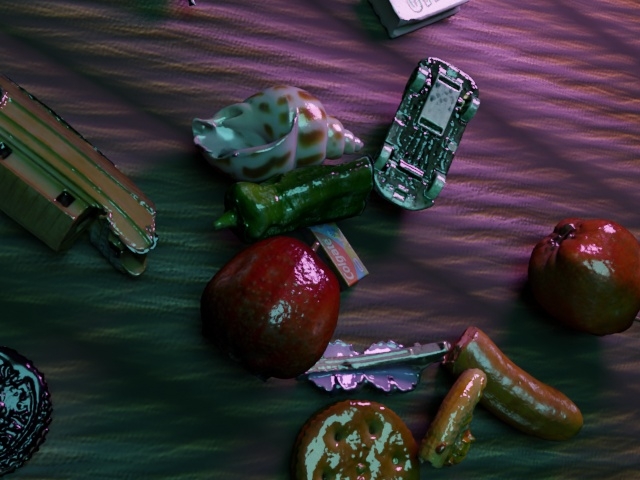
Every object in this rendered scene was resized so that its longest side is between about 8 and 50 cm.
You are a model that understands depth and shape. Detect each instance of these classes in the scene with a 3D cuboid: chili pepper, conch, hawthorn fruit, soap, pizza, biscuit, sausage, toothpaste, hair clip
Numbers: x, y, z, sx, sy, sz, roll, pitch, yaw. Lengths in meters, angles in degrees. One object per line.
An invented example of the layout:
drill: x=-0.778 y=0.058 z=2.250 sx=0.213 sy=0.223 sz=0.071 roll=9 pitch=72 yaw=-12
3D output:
chili pepper: x=-0.047 y=-0.061 z=1.148 sx=0.270 sy=0.136 sz=0.099 roll=-14 pitch=82 yaw=-24
conch: x=-0.070 y=-0.173 z=1.205 sx=0.274 sy=0.149 sz=0.183 roll=-10 pitch=54 yaw=7
hawthorn fruit: x=-0.063 y=0.094 z=1.103 sx=0.215 sy=0.215 sz=0.250 roll=42 pitch=58 yaw=-3
soap: x=0.205 y=-0.510 z=1.485 sx=0.198 sy=0.063 sz=0.115 roll=-29 pitch=86 yaw=-26
pizza: x=0.218 y=0.319 z=1.171 sx=0.062 sy=0.161 sz=0.182 roll=22 pitch=44 yaw=25
biscuit: x=0.057 y=0.362 z=1.134 sx=0.220 sy=0.066 sz=0.221 roll=6 pitch=72 yaw=-19
sausage: x=0.341 y=0.265 z=1.252 sx=0.270 sy=0.109 sz=0.109 roll=35 pitch=64 yaw=-4
biscuit: x=-0.470 y=0.236 z=0.981 sx=0.194 sy=0.053 sz=0.195 roll=6 pitch=70 yaw=-18
toothpaste: x=0.000 y=0.000 z=1.246 sx=0.070 sy=0.044 sz=0.193 roll=-32 pitch=85 yaw=-25
hawthorn fruit: x=0.519 y=0.086 z=1.329 sx=0.262 sy=0.210 sz=0.210 roll=46 pitch=63 yaw=-10
hair clip: x=0.085 y=0.208 z=1.188 sx=0.292 sy=0.084 sz=0.106 roll=-2 pitch=59 yaw=-17

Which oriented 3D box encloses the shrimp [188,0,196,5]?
shrimp: x=-0.335 y=-0.562 z=1.296 sx=0.247 sy=0.085 sz=0.360 roll=-32 pitch=82 yaw=-18

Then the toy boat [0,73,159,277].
toy boat: x=-0.434 y=-0.102 z=1.076 sx=0.445 sy=0.136 sz=0.162 roll=40 pitch=59 yaw=1

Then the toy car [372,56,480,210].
toy car: x=0.185 y=-0.192 z=1.338 sx=0.136 sy=0.125 sz=0.306 roll=27 pitch=75 yaw=-9
